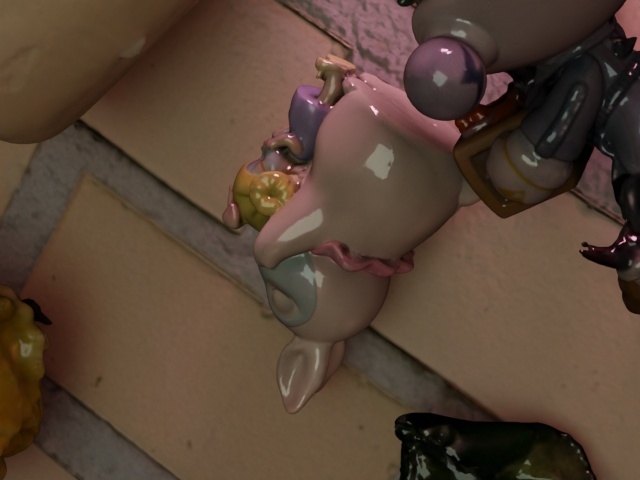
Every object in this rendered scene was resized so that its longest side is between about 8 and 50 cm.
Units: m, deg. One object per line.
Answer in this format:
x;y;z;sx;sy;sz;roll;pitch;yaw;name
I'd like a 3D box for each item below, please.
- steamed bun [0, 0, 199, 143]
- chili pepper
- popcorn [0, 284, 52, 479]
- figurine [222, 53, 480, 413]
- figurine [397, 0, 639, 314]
-0.258;-0.326;0.908;0.456;0.290;0.371;38;106;-24;steamed bun
0.132;0.252;0.901;0.148;0.264;0.116;-2;138;-7;chili pepper
-0.330;0.104;1.039;0.249;0.249;0.225;36;70;13;popcorn
0.000;0.000;0.958;0.155;0.127;0.235;32;109;-5;figurine
0.150;-0.136;0.835;0.186;0.261;0.382;-20;110;28;figurine
